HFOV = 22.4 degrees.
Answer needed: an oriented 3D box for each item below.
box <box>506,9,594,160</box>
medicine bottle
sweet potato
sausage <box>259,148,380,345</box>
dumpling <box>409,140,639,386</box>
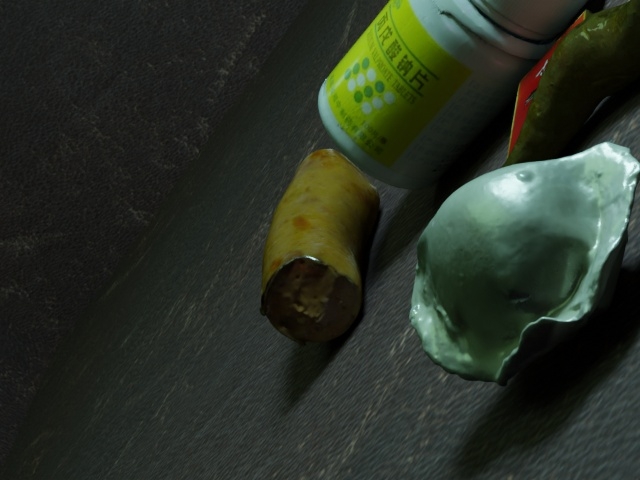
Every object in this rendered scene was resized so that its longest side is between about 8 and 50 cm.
[{"bbox_3d":[0.188,-0.119,1.289,0.090,0.023,0.133,-46,15,34],"label":"box"},{"bbox_3d":[0.121,-0.174,1.427,0.258,0.143,0.143,-48,13,34],"label":"medicine bottle"},{"bbox_3d":[0.190,-0.113,1.179,0.249,0.059,0.069,-51,23,45],"label":"sweet potato"},{"bbox_3d":[0.001,0.001,1.560,0.109,0.109,0.270,-50,13,28],"label":"sausage"},{"bbox_3d":[0.124,0.021,0.966,0.188,0.108,0.127,-30,51,36],"label":"dumpling"}]
